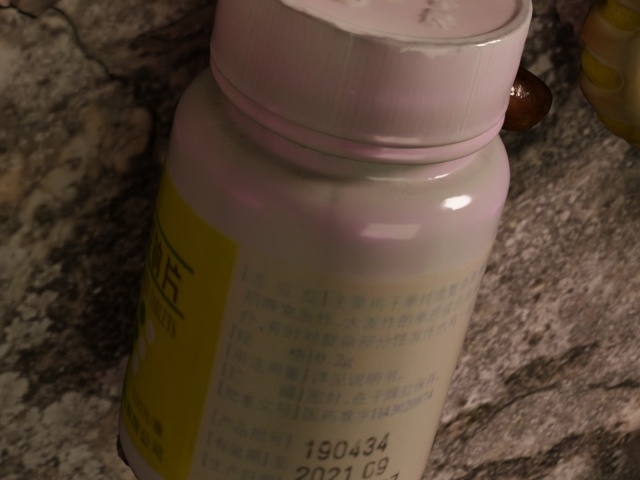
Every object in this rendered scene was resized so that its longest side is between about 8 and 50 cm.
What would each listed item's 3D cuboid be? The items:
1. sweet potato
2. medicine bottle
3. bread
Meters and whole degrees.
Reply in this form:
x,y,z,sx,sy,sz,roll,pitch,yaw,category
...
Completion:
x,y,z,sx,sy,sz,roll,pitch,yaw,category
0.107,-0.109,1.325,0.117,0.049,0.049,16,113,-33,sweet potato
0.000,0.000,1.200,0.213,0.213,0.378,-9,128,-33,medicine bottle
0.274,-0.163,1.359,0.213,0.105,0.213,-18,133,-21,bread
